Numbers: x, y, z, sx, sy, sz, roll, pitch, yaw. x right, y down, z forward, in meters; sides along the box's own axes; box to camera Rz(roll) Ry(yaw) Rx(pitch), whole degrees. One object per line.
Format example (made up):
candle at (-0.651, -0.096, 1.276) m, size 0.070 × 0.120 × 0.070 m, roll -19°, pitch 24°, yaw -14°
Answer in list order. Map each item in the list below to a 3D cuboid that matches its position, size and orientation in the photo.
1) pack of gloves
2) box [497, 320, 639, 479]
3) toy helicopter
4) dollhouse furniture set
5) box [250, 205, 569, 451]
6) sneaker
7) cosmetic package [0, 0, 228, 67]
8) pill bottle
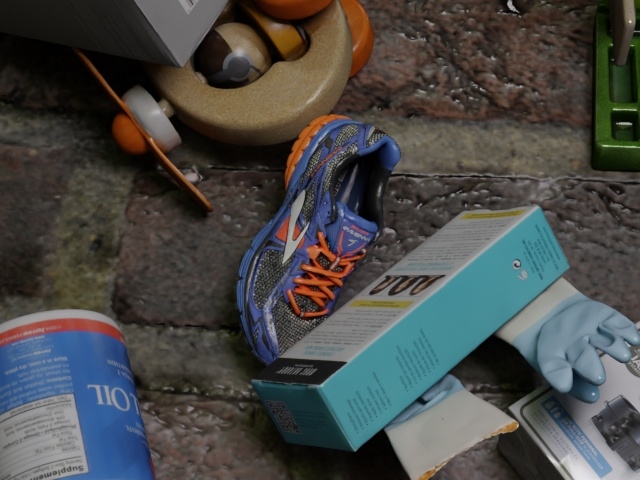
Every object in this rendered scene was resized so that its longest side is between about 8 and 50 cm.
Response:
pack of gloves at (0.129, 0.106, 1.241) m, size 0.195 × 0.232 × 0.046 m, roll -31°, pitch 106°, yaw -5°
box at (0.300, 0.128, 1.276) m, size 0.290 × 0.087 × 0.169 m, roll -30°, pitch 66°, yaw -15°
toy helicopter at (-0.144, -0.170, 1.434) m, size 0.355 × 0.140 × 0.235 m, roll 20°, pitch 72°, yaw 22°
dollhouse furniture set at (0.382, -0.166, 1.370) m, size 0.302 × 0.197 × 0.151 m, roll 2°, pitch 61°, yaw 2°
box at (0.071, 0.063, 1.276) m, size 0.244 × 0.100 × 0.060 m, roll -37°, pitch 107°, yaw -27°
sneaker at (0.000, 0.000, 1.316) m, size 0.083 × 0.087 × 0.221 m, roll 25°, pitch 75°, yaw -35°
cosmetic package at (-0.190, -0.230, 1.355) m, size 0.238 × 0.107 × 0.127 m, roll 15°, pitch 64°, yaw 37°
pill bottle at (-0.184, 0.173, 1.232) m, size 0.124 × 0.124 × 0.221 m, roll -13°, pitch 64°, yaw -7°
